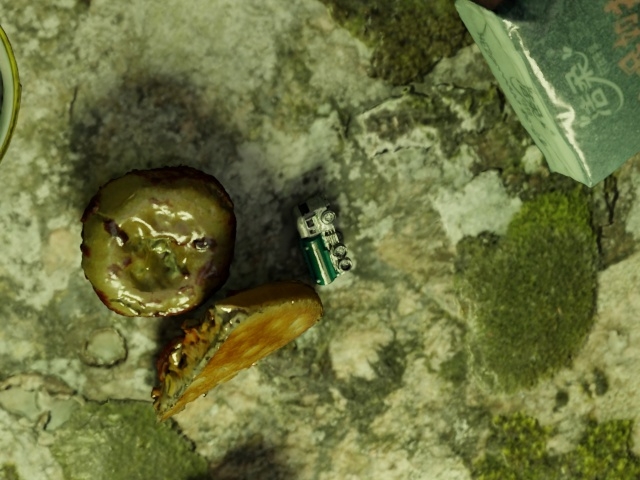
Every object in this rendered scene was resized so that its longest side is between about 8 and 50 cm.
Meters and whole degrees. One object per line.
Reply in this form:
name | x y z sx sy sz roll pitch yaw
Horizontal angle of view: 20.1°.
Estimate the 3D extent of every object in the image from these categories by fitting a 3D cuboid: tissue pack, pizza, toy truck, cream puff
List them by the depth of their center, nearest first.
cream puff | -0.147 -0.004 1.599 0.149 0.084 0.149 -7 110 -19
pizza | -0.095 0.092 1.648 0.193 0.053 0.201 -38 166 9
toy truck | 0.000 0.000 1.699 0.044 0.039 0.083 -21 118 -3
tissue pack | 0.308 -0.231 1.730 0.315 0.103 0.228 -38 118 -10

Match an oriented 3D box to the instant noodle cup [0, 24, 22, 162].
instant noodle cup | -0.356 -0.128 1.386 0.264 0.200 0.264 -9 113 -23
